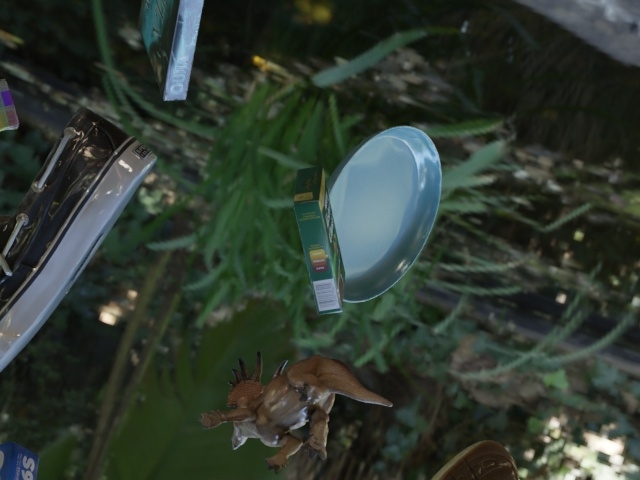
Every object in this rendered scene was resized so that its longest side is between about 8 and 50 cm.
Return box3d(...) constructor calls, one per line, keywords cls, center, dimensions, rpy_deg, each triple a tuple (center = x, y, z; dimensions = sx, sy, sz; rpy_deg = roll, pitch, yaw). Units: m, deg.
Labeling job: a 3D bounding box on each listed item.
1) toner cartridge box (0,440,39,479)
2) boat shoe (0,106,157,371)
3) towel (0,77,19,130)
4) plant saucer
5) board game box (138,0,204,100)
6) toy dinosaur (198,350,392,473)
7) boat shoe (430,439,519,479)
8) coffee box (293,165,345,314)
box3d(cls="toner cartridge box", center=(-0.567, 0.517, 1.764), dimensions=(0.165, 0.347, 0.075), rpy_deg=(-20, 140, 21))
box3d(cls="boat shoe", center=(-0.285, 0.013, 1.024), dimensions=(0.105, 0.306, 0.113), rpy_deg=(36, -174, -4))
box3d(cls="towel", center=(-0.528, -0.216, 1.745), dimensions=(0.060, 0.083, 0.009), rpy_deg=(-19, -166, -26))
box3d(cls="plant saucer", center=(0.092, -0.048, 1.829), dimensions=(0.044, 0.317, 0.317), rpy_deg=(27, 178, 37))
box3d(cls="board game box", center=(-0.141, -0.246, 1.033), dimensions=(0.026, 0.186, 0.126), rpy_deg=(-4, -133, -22))
box3d(cls="toy dinosaur", center=(-0.042, 0.222, 1.540), dimensions=(0.127, 0.296, 0.200), rpy_deg=(61, -160, -14))
box3d(cls="boat shoe", center=(0.108, 0.336, 1.173), dimensions=(0.109, 0.302, 0.098), rpy_deg=(51, 148, -13))
box3d(cls="coffee box", center=(0.000, 0.000, 1.524), dimensions=(0.040, 0.184, 0.113), rpy_deg=(-8, -153, 8))
